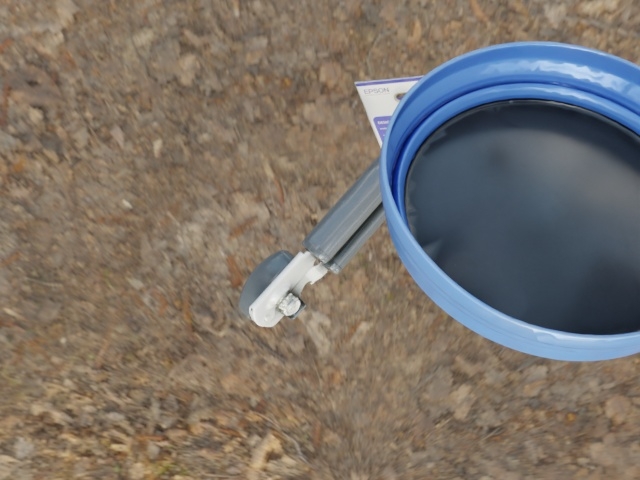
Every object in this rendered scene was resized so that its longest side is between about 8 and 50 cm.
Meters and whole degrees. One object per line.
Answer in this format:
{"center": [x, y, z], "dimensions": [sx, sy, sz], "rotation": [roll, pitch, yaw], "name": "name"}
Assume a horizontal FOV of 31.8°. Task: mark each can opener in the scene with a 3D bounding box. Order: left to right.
{"center": [0.000, 0.000, 1.454], "dimensions": [0.280, 0.074, 0.093], "rotation": [-45, 59, 0], "name": "can opener"}

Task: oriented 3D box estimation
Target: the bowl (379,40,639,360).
{"center": [0.255, -0.046, 1.191], "dimensions": [0.391, 0.077, 0.391], "rotation": [3, 55, -4], "name": "bowl"}

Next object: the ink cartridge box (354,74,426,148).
{"center": [0.190, -0.126, 1.666], "dimensions": [0.176, 0.371, 0.069], "rotation": [-3, 52, 22], "name": "ink cartridge box"}
